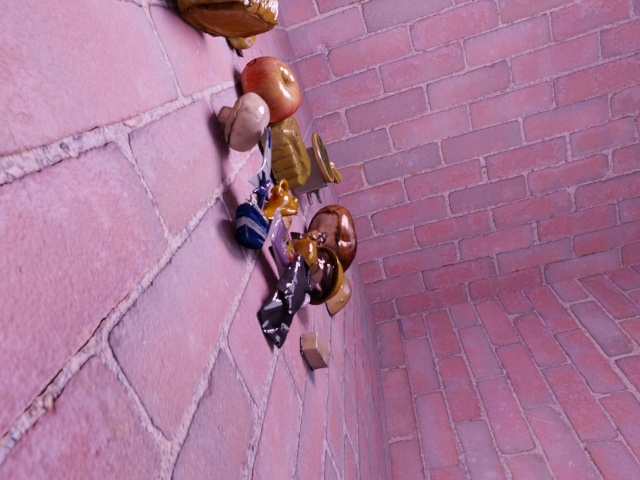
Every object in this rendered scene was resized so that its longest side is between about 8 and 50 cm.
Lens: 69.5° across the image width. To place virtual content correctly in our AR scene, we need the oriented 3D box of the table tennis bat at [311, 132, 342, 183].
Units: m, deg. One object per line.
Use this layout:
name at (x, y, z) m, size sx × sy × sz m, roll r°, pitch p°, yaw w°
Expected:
table tennis bat at (0.025, -0.306, 1.853) m, size 0.321 × 0.050 × 0.199 m, roll 40°, pitch 35°, yaw -66°

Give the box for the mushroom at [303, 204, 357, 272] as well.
mushroom at (0.023, -0.014, 1.837) m, size 0.254 × 0.267 × 0.267 m, roll 30°, pitch 34°, yaw -27°

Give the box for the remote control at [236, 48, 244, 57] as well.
remote control at (-0.277, -0.656, 1.537) m, size 0.039 × 0.014 × 0.096 m, roll 9°, pitch 65°, yaw -76°

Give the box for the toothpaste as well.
toothpaste at (-0.090, 0.063, 1.256) m, size 0.114 × 0.073 × 0.299 m, roll -77°, pitch 160°, yaw -48°

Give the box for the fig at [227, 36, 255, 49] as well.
fig at (-0.237, -0.663, 1.489) m, size 0.166 × 0.093 × 0.093 m, roll -44°, pitch 120°, yaw -60°

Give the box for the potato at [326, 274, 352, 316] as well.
potato at (0.077, 0.216, 1.993) m, size 0.202 × 0.117 × 0.182 m, roll -94°, pitch 169°, yaw -53°

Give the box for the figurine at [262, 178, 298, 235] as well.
figurine at (-0.125, -0.094, 1.264) m, size 0.176 × 0.121 × 0.122 m, roll -61°, pitch 165°, yaw -45°

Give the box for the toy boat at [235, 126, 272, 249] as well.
toy boat at (-0.147, -0.115, 1.067) m, size 0.210 × 0.070 × 0.292 m, roll -85°, pitch -177°, yaw -77°

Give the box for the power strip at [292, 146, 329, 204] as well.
power strip at (-0.049, -0.253, 1.882) m, size 0.140 × 0.139 × 0.225 m, roll -42°, pitch 116°, yaw -81°

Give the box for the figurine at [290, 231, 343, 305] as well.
figurine at (-0.021, 0.093, 1.442) m, size 0.257 × 0.167 × 0.192 m, roll 56°, pitch 35°, yaw -58°

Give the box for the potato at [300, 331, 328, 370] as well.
potato at (-0.018, 0.336, 1.400) m, size 0.086 × 0.061 × 0.122 m, roll -91°, pitch 163°, yaw -47°

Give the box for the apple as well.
apple at (-0.163, -0.477, 1.466) m, size 0.209 × 0.164 × 0.210 m, roll 35°, pitch 43°, yaw -41°

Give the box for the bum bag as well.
bum bag at (-0.078, 0.145, 1.165) m, size 0.248 × 0.059 × 0.123 m, roll -67°, pitch 147°, yaw -48°

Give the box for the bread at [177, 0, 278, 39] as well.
bread at (-0.219, -0.582, 1.103) m, size 0.253 × 0.227 × 0.143 m, roll -57°, pitch 140°, yaw -78°

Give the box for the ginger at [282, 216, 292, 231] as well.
ginger at (-0.114, -0.057, 1.496) m, size 0.058 × 0.044 × 0.137 m, roll 57°, pitch 7°, yaw 2°

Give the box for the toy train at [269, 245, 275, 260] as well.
toy train at (-0.128, 0.043, 1.327) m, size 0.017 × 0.017 × 0.083 m, roll -96°, pitch 168°, yaw -54°

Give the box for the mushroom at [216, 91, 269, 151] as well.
mushroom at (-0.194, -0.296, 1.144) m, size 0.154 × 0.122 × 0.154 m, roll -158°, pitch -90°, yaw -80°

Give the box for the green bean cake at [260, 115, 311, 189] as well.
green bean cake at (-0.119, -0.315, 1.610) m, size 0.233 × 0.124 × 0.236 m, roll -90°, pitch 162°, yaw -59°
